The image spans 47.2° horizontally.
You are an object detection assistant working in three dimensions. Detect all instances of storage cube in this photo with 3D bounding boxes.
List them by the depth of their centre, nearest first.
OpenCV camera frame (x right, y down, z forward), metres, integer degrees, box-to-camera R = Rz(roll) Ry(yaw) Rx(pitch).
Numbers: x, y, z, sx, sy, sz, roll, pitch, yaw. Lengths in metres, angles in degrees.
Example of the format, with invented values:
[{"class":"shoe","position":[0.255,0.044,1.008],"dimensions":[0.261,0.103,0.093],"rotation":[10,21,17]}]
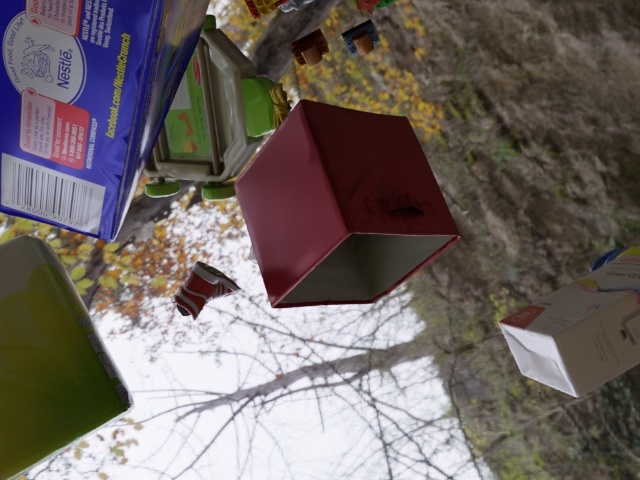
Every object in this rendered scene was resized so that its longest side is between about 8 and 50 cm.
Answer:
[{"class":"storage cube","position":[0.029,-0.042,0.941],"dimensions":[0.183,0.215,0.193],"rotation":[1,-122,-37]}]

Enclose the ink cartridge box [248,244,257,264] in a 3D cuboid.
[{"class":"ink cartridge box","position":[0.000,0.000,1.729],"dimensions":[0.226,0.306,0.131],"rotation":[22,-110,-28]}]

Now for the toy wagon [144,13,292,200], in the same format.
[{"class":"toy wagon","position":[-0.177,-0.195,1.085],"dimensions":[0.068,0.344,0.267],"rotation":[-32,-58,-53]}]

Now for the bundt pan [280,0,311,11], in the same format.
[{"class":"bundt pan","position":[-0.013,-0.663,1.587],"dimensions":[0.124,0.331,0.331],"rotation":[40,-129,-29]}]

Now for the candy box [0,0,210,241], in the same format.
[{"class":"candy box","position":[-0.163,-0.206,0.612],"dimensions":[0.122,0.268,0.317],"rotation":[19,-135,-8]}]

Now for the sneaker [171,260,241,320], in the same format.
[{"class":"sneaker","position":[-0.142,0.067,0.906],"dimensions":[0.042,0.118,0.067],"rotation":[34,-93,20]}]

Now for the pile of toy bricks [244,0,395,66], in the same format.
[{"class":"pile of toy bricks","position":[0.042,-0.220,0.615],"dimensions":[0.118,0.212,0.105],"rotation":[59,-168,-27]}]

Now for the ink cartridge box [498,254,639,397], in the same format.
[{"class":"ink cartridge box","position":[0.291,0.068,0.714],"dimensions":[0.198,0.115,0.067],"rotation":[-26,-85,-10]}]

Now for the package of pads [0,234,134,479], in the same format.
[{"class":"package of pads","position":[-0.379,0.154,0.777],"dimensions":[0.296,0.101,0.229],"rotation":[-29,-97,-10]}]

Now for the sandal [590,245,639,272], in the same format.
[{"class":"sandal","position":[0.493,0.117,1.049],"dimensions":[0.126,0.138,0.317],"rotation":[-37,-74,3]}]
